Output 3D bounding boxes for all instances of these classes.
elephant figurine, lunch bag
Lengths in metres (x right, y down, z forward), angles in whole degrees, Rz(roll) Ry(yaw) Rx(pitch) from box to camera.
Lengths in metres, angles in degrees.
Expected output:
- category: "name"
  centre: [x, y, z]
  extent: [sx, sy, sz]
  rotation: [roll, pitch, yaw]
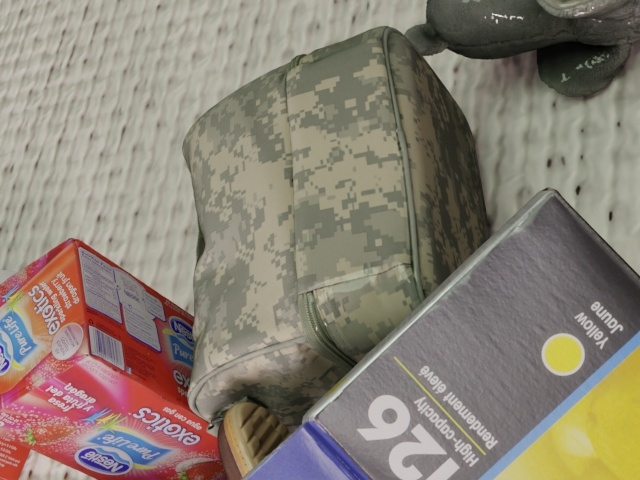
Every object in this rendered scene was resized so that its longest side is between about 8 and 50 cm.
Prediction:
- category: "elephant figurine"
  centre: [0.225, -0.215, 1.010]
  extent: [0.239, 0.169, 0.186]
  rotation: [23, 109, 27]
- category: "lunch bag"
  centre: [0.000, 0.000, 0.996]
  extent: [0.256, 0.212, 0.305]
  rotation: [-17, 56, 21]

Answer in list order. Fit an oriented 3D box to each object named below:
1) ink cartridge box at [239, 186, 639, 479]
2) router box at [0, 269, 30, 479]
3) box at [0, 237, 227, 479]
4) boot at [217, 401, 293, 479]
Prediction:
- category: "ink cartridge box"
  centre: [0.146, 0.176, 0.777]
  extent: [0.307, 0.072, 0.303]
  rotation: [-45, 85, 4]
- category: "router box"
  centre: [-0.451, 0.175, 1.322]
  extent: [0.335, 0.082, 0.301]
  rotation: [4, 68, 39]
- category: "box"
  centre: [-0.170, 0.126, 1.022]
  extent: [0.122, 0.257, 0.128]
  rotation: [-31, 50, 17]
- category: "boot"
  centre: [-0.075, 0.272, 0.921]
  extent: [0.207, 0.090, 0.248]
  rotation: [-28, 86, 25]
